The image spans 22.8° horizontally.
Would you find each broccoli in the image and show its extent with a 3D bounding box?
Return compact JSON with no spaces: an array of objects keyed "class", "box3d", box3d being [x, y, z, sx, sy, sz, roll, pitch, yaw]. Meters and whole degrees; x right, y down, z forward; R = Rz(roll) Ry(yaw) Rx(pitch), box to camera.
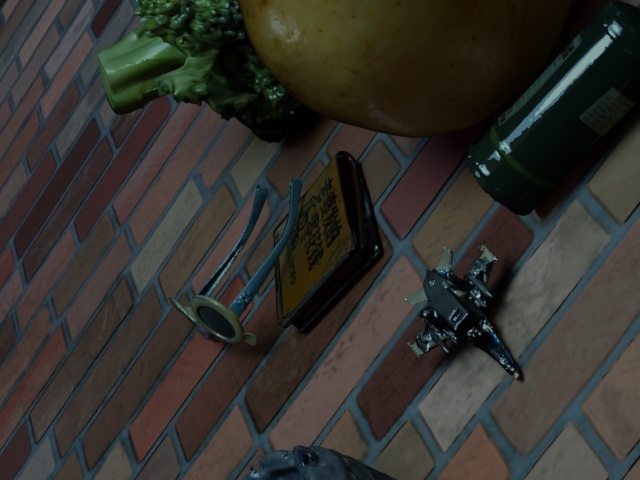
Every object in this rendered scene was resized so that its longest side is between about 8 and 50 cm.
[{"class":"broccoli","box3d":[-0.136,-0.277,2.113,0.338,0.277,0.317,26,54,38]}]

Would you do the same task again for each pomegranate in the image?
[{"class":"pomegranate","box3d":[0.088,-0.309,1.675,0.411,0.411,0.411,-39,36,36]}]

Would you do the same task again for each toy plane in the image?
[{"class":"toy plane","box3d":[0.144,0.079,1.581,0.135,0.062,0.188,-54,29,14]}]

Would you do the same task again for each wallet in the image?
[{"class":"wallet","box3d":[-0.002,-0.002,1.914,0.161,0.042,0.195,-46,32,28]}]

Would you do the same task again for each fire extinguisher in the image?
[{"class":"fire extinguisher","box3d":[0.269,-0.158,1.553,0.294,0.118,0.093,-48,66,24]}]

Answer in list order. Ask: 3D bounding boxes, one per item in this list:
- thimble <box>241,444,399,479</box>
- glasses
[{"class":"thimble","box3d":[-0.003,0.319,1.506,0.236,0.172,0.205,-56,26,14]},{"class":"glasses","box3d":[-0.113,0.018,1.990,0.189,0.088,0.220,-6,64,69]}]
